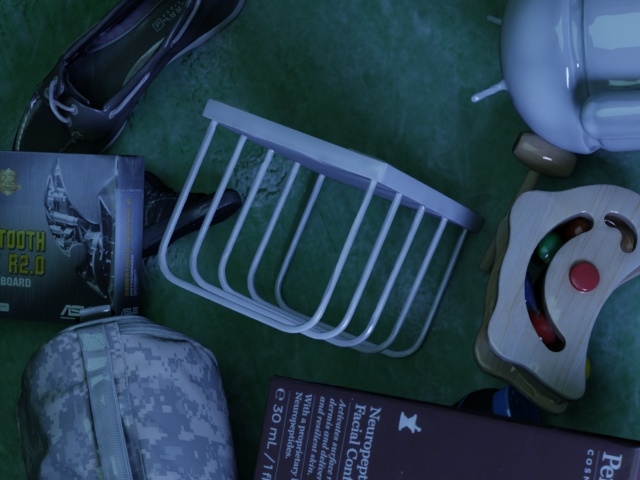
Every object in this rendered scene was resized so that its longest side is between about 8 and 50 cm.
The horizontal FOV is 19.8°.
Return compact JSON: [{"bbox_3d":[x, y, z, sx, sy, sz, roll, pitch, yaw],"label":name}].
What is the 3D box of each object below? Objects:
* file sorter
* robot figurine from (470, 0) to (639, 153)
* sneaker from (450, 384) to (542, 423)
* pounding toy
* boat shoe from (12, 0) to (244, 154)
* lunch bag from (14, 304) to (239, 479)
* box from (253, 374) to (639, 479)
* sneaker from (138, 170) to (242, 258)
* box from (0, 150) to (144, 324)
[{"bbox_3d":[0.000,0.000,1.755,0.192,0.277,0.173,22,90,25],"label":"file sorter"},{"bbox_3d":[0.320,-0.185,1.704,0.353,0.200,0.300,-3,31,18],"label":"robot figurine"},{"bbox_3d":[0.176,0.255,1.734,0.090,0.081,0.232,-21,71,33],"label":"sneaker"},{"bbox_3d":[0.236,0.036,1.753,0.154,0.155,0.270,14,72,-2],"label":"pounding toy"},{"bbox_3d":[-0.228,-0.197,1.990,0.335,0.095,0.112,-43,66,7],"label":"boat shoe"},{"bbox_3d":[-0.182,0.239,1.756,0.212,0.256,0.305,-11,70,-1],"label":"lunch bag"},{"bbox_3d":[0.124,0.246,1.640,0.381,0.143,0.191,7,86,32],"label":"box"},{"bbox_3d":[-0.171,-0.041,1.954,0.170,0.051,0.089,-27,73,18],"label":"sneaker"},{"bbox_3d":[-0.299,-0.005,1.960,0.231,0.056,0.183,4,94,27],"label":"box"}]
